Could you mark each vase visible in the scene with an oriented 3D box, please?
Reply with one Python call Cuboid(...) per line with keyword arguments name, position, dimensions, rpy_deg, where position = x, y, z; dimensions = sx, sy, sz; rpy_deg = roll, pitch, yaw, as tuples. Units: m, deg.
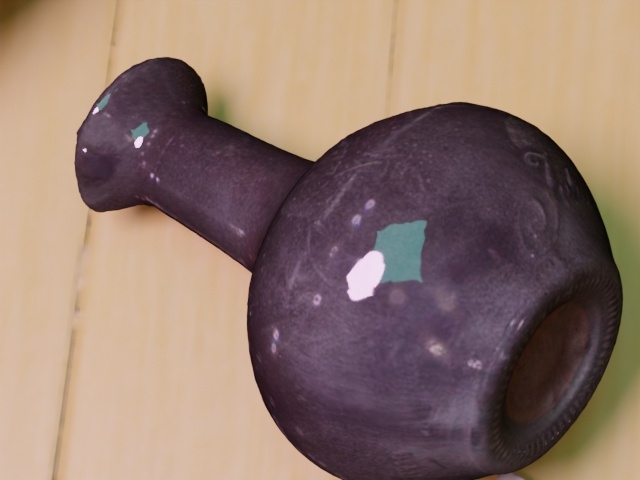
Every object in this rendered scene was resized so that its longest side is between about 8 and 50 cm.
Cuboid(name="vase", position=(0.000, 0.000, 0.585), dimensions=(0.183, 0.120, 0.120), rpy_deg=(28, 75, 32))

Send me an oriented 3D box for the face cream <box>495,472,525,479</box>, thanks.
Cuboid(name="face cream", position=(0.033, 0.186, 0.538), dimensions=(0.092, 0.058, 0.244), rpy_deg=(26, 69, 20))
